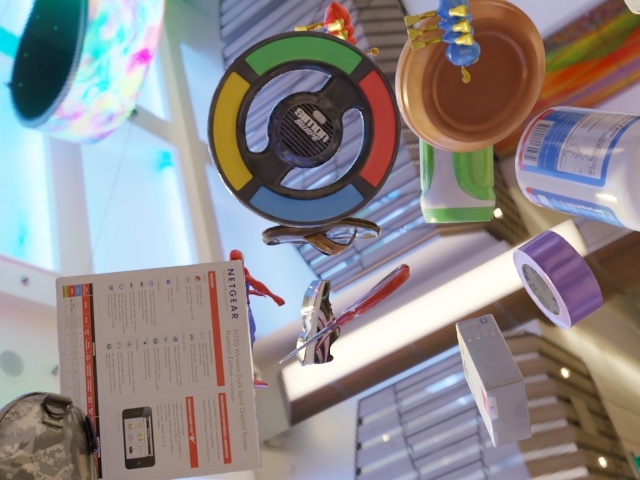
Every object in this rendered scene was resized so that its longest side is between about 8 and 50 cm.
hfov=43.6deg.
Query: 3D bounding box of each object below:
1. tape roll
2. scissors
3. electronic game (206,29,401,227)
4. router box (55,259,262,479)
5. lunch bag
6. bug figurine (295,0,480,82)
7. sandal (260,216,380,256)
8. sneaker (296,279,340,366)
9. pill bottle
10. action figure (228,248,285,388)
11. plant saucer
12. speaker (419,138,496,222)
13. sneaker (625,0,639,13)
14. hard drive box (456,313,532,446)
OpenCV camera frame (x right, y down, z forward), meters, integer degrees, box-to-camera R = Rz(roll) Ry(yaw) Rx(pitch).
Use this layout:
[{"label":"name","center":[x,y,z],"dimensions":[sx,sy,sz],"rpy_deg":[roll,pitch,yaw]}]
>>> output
[{"label":"tape roll","center":[0.473,0.078,1.607],"dimensions":[0.189,0.080,0.189],"rpy_deg":[57,176,6]},{"label":"scissors","center":[0.025,0.125,1.226],"dimensions":[0.021,0.297,0.109],"rpy_deg":[51,-158,-3]},{"label":"electronic game","center":[-0.018,-0.129,0.940],"dimensions":[0.229,0.229,0.048],"rpy_deg":[55,178,-10]},{"label":"router box","center":[-0.257,0.214,1.280],"dimensions":[0.082,0.301,0.335],"rpy_deg":[104,161,-75]},{"label":"lunch bag","center":[-0.434,0.363,1.050],"dimensions":[0.212,0.305,0.256],"rpy_deg":[31,-144,-32]},{"label":"bug figurine","center":[0.078,-0.292,0.946],"dimensions":[0.072,0.279,0.216],"rpy_deg":[-31,-62,-34]},{"label":"sandal","center":[0.000,0.000,1.437],"dimensions":[0.090,0.219,0.060],"rpy_deg":[62,-155,-72]},{"label":"sneaker","center":[0.004,0.161,1.578],"dimensions":[0.077,0.178,0.072],"rpy_deg":[6,-168,-20]},{"label":"pill bottle","center":[0.330,-0.077,0.870],"dimensions":[0.124,0.124,0.221],"rpy_deg":[43,171,-31]},{"label":"action figure","center":[-0.120,0.149,1.503],"dimensions":[0.139,0.091,0.280],"rpy_deg":[11,-121,-40]},{"label":"plant saucer","center":[0.193,-0.201,1.001],"dimensions":[0.200,0.200,0.037],"rpy_deg":[45,-171,-29]},{"label":"speaker","center":[0.220,-0.179,1.305],"dimensions":[0.131,0.131,0.297],"rpy_deg":[-6,-86,-64]},{"label":"sneaker","center":[0.317,-0.241,0.657],"dimensions":[0.319,0.112,0.131],"rpy_deg":[36,151,37]},{"label":"hard drive box","center":[0.388,0.310,1.801],"dimensions":[0.232,0.089,0.181],"rpy_deg":[-105,-1,-58]}]
